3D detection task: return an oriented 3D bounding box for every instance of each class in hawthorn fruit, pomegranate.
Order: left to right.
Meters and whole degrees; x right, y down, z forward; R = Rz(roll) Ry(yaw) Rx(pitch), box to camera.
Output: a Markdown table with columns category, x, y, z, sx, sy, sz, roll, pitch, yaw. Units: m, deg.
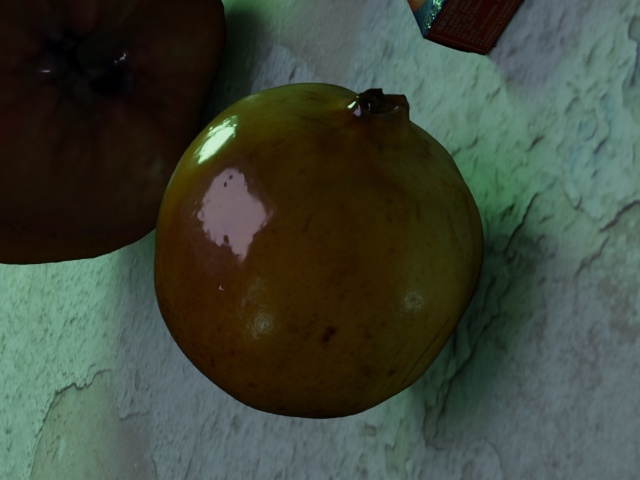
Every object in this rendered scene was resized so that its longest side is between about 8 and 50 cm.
| category | x | y | z | sx | sy | sz | roll | pitch | yaw |
| --- | --- | --- | --- | --- | --- | --- | --- | --- | --- |
| hawthorn fruit | -0.334 | -0.190 | 1.726 | 0.472 | 0.472 | 0.471 | -35 | 49 | 53 |
| pomegranate | 0.000 | 0.000 | 1.171 | 0.264 | 0.264 | 0.264 | -35 | 49 | 53 |

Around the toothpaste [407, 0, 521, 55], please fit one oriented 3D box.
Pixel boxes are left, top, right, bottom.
| category | x | y | z | sx | sy | sz | roll | pitch | yaw |
| --- | --- | --- | --- | --- | --- | --- | --- | --- | --- |
| toothpaste | 0.171 | -0.291 | 1.172 | 0.320 | 0.066 | 0.076 | -57 | 33 | 32 |
